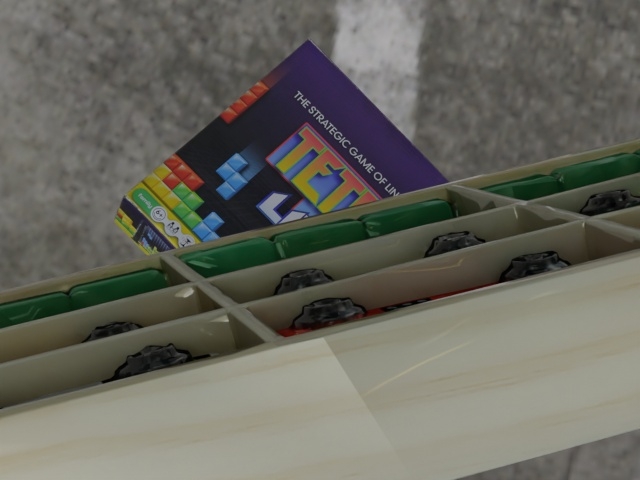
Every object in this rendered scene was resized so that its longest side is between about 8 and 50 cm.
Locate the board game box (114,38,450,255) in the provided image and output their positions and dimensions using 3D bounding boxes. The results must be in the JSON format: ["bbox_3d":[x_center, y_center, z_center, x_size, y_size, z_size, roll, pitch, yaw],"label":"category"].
[{"bbox_3d":[0.000,0.000,0.946,0.170,0.141,0.048,45,159,3],"label":"board game box"}]

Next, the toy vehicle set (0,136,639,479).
[{"bbox_3d":[0.018,0.019,0.429,0.267,0.166,0.035,-14,99,-12],"label":"toy vehicle set"}]
